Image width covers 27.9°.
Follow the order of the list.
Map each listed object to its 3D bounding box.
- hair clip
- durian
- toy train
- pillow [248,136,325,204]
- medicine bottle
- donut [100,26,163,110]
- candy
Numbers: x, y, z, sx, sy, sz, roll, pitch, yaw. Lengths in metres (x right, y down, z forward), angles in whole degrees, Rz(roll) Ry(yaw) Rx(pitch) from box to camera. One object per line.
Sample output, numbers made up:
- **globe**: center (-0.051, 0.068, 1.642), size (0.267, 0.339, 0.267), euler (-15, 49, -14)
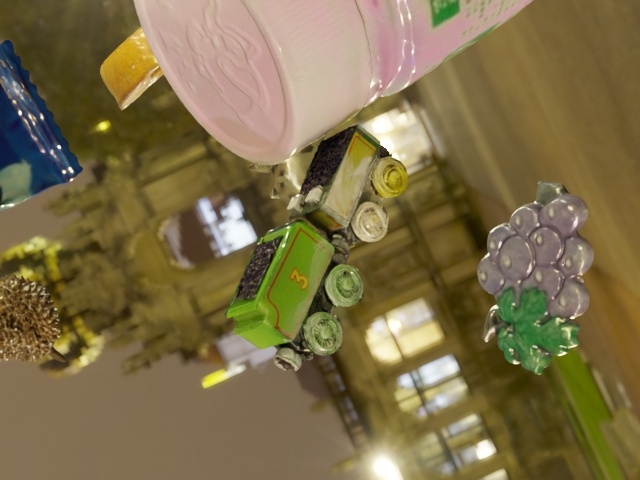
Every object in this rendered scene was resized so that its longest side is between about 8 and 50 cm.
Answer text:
- **hair clip**: center (0.219, 0.037, 1.301), size (0.052, 0.124, 0.195), euler (0, -82, -50)
- **durian**: center (-0.342, 0.090, 1.432), size (0.140, 0.110, 0.071), euler (31, 161, 7)
- **toy train**: center (0.000, 0.000, 0.960), size (0.081, 0.060, 0.202), euler (37, -122, -22)
- **pillow**: center (-0.039, -0.141, 1.610), size (0.051, 0.093, 0.241), euler (75, -163, -62)
- **medicine bottle**: center (0.035, -0.227, 1.043), size (0.212, 0.325, 0.212), euler (42, 152, 29)
- **donut**: center (-0.209, -0.228, 1.571), size (0.058, 0.152, 0.152), euler (48, -172, -8)
- **candy**: center (-0.436, -0.059, 1.422), size (0.077, 0.331, 0.187), euler (31, 153, 58)
